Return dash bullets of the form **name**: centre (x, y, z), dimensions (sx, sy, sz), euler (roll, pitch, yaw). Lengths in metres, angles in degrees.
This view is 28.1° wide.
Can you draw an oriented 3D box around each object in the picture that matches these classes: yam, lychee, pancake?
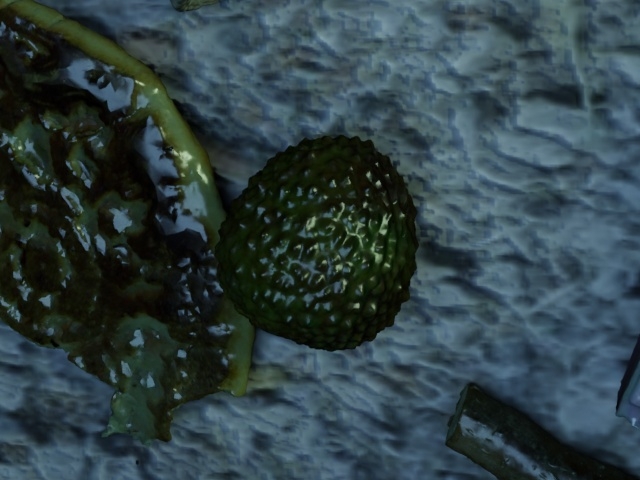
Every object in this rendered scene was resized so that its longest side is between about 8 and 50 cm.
- **yam**: centre (0.212, 0.196, 0.996), dimensions (0.253, 0.061, 0.061), euler (28, 106, 11)
- **lychee**: centre (0.000, 0.000, 0.974), dimensions (0.171, 0.171, 0.171), euler (3, 100, 16)
- **pancake**: centre (-0.215, -0.023, 1.092), dimensions (0.427, 0.067, 0.304), euler (36, 115, 7)

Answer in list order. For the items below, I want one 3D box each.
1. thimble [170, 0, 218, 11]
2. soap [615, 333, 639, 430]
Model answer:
- **thimble**: centre (-0.080, -0.239, 0.984), dimensions (0.115, 0.102, 0.090), euler (-26, 92, -13)
- **soap**: centre (0.440, 0.127, 0.867), dimensions (0.446, 0.156, 0.261), euler (20, 105, 12)
